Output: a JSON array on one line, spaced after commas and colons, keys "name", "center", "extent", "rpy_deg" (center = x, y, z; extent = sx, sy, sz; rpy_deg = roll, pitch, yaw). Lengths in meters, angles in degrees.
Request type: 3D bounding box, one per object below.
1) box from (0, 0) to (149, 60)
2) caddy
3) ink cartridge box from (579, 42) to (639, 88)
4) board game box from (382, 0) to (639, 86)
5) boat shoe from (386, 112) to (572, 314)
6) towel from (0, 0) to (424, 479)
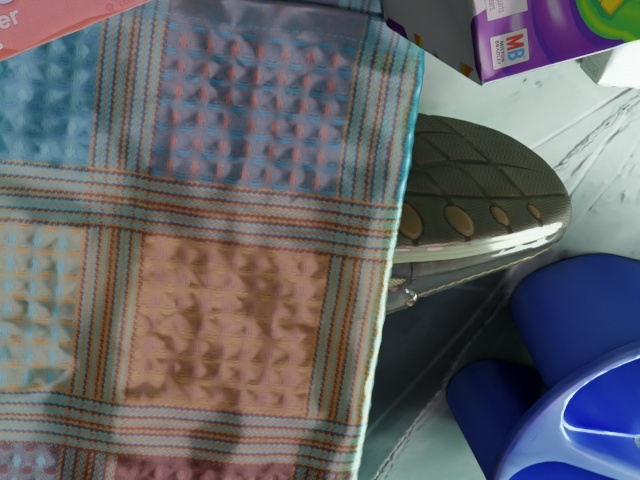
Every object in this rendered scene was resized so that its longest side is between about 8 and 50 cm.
[{"name": "box", "center": [-0.205, -0.151, 0.670], "extent": [0.300, 0.154, 0.142], "rpy_deg": [-23, 108, -6]}, {"name": "caddy", "center": [0.281, 0.159, 1.214], "extent": [0.341, 0.179, 0.241], "rpy_deg": [11, 122, -34]}, {"name": "ink cartridge box", "center": [0.243, -0.167, 1.006], "extent": [0.063, 0.029, 0.115], "rpy_deg": [0, 128, -27]}, {"name": "board game box", "center": [0.175, -0.198, 0.736], "extent": [0.275, 0.144, 0.142], "rpy_deg": [-17, 116, -12]}, {"name": "boat shoe", "center": [0.000, 0.000, 0.979], "extent": [0.355, 0.132, 0.130], "rpy_deg": [-5, 142, -11]}, {"name": "towel", "center": [-0.087, 0.013, 0.848], "extent": [0.271, 0.040, 0.370], "rpy_deg": [5, 106, -8]}]
